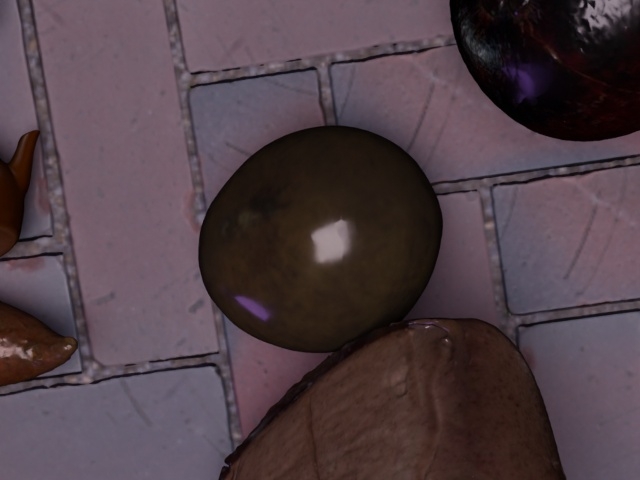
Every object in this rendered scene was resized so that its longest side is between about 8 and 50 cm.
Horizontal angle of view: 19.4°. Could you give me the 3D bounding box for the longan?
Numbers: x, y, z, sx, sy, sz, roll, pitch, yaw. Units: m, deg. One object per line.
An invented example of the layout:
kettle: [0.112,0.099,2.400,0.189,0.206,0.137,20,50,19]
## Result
longan: [0.000,0.000,1.394,0.187,0.167,0.167,-13,96,10]

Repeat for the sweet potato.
sweet potato: [-0.358,0.060,1.472,0.354,0.095,0.106,17,144,5]

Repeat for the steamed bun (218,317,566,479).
steamed bun: [0.065,0.217,1.344,0.199,0.252,0.301,31,128,-29]

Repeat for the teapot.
teapot: [-0.293,-0.038,1.449,0.173,0.116,0.116,-19,96,-3]

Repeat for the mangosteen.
mangosteen: [0.201,-0.173,1.340,0.216,0.216,0.216,1,98,6]
